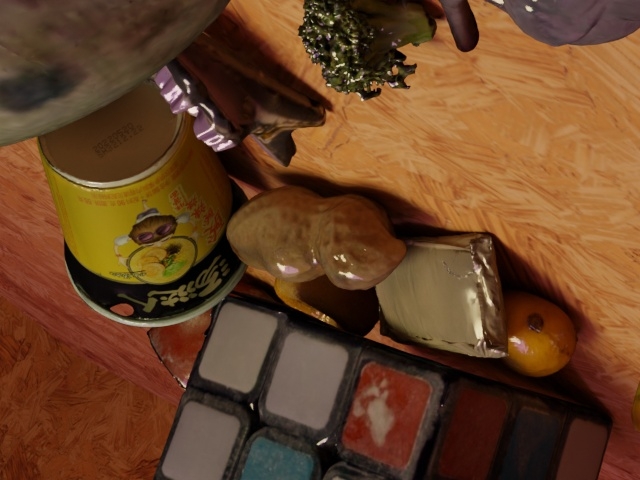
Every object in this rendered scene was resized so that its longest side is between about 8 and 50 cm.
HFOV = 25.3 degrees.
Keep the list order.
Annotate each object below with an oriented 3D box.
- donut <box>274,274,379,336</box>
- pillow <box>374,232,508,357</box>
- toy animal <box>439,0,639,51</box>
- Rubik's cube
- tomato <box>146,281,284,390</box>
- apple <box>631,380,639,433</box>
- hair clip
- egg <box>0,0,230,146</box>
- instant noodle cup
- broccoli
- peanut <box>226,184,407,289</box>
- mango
[{"bbox_3d":[0.008,0.065,1.667,0.152,0.058,0.152,30,168,7],"label":"donut"},{"bbox_3d":[0.107,0.049,1.345,0.208,0.053,0.119,4,111,62],"label":"pillow"},{"bbox_3d":[0.134,-0.133,0.697,0.324,0.090,0.195,13,156,47],"label":"toy animal"},{"bbox_3d":[0.055,0.290,1.524,0.358,0.362,0.363,10,170,43],"label":"Rubik's cube"},{"bbox_3d":[-0.112,0.135,1.937,0.181,0.155,0.214,44,-170,22],"label":"tomato"},{"bbox_3d":[0.316,0.141,1.204,0.102,0.099,0.114,41,-170,-9],"label":"apple"},{"bbox_3d":[-0.114,-0.159,1.162,0.292,0.084,0.106,41,-154,-22],"label":"hair clip"},{"bbox_3d":[-0.204,-0.205,0.671,0.428,0.345,0.345,11,157,27],"label":"egg"},{"bbox_3d":[-0.182,-0.057,1.434,0.215,0.215,0.236,27,156,20],"label":"instant noodle cup"},{"bbox_3d":[0.030,-0.145,0.948,0.092,0.097,0.095,-13,-178,7],"label":"broccoli"},{"bbox_3d":[0.000,-0.001,1.370,0.227,0.104,0.086,7,133,47],"label":"peanut"},{"bbox_3d":[0.187,0.089,1.371,0.101,0.066,0.187,36,172,-7],"label":"mango"}]
